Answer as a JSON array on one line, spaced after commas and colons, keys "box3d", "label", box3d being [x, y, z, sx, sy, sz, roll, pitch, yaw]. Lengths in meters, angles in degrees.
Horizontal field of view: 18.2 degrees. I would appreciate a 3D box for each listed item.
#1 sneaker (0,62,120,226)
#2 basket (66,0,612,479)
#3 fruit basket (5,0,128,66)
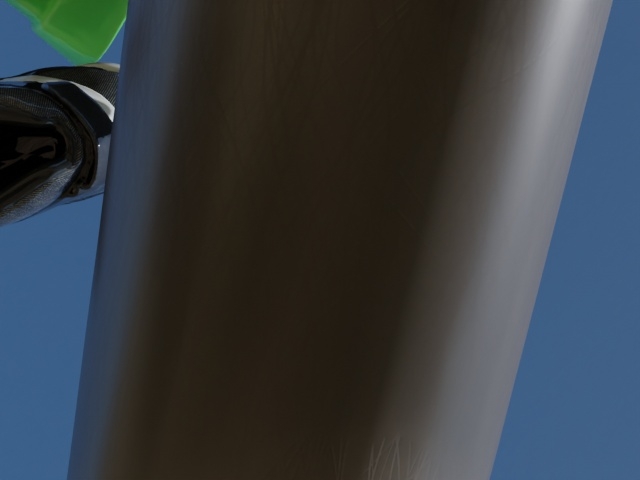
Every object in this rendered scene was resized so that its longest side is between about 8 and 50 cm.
[{"box3d": [-0.187, -0.035, 0.897, 0.217, 0.121, 0.079, -14, -86, 19], "label": "sneaker"}, {"box3d": [0.000, 0.000, 0.644, 0.154, 0.204, 0.227, 14, -101, -24], "label": "basket"}, {"box3d": [-0.029, -0.262, 1.006, 0.392, 0.283, 0.392, -5, -58, -9], "label": "fruit basket"}]
